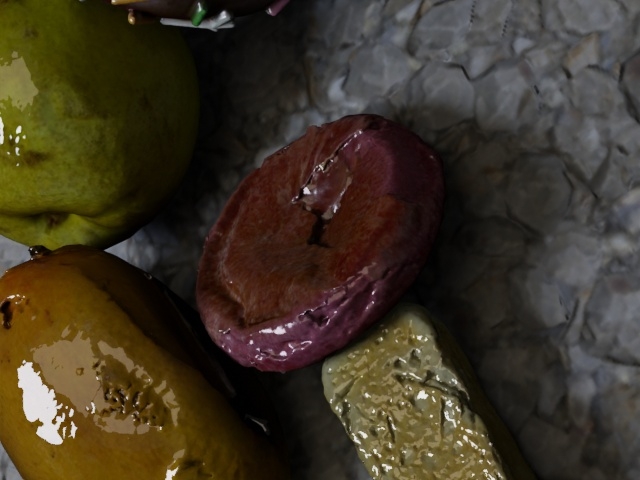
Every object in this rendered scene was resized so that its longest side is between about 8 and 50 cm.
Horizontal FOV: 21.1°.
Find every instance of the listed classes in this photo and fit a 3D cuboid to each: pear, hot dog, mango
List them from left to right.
[{"bbox_3d":[-0.172,-0.090,1.145,0.200,0.200,0.200,-8,75,31],"label":"pear"},{"bbox_3d":[-0.121,0.112,1.097,0.151,0.156,0.248,-43,78,-12],"label":"mango"},{"bbox_3d":[0.084,0.146,0.991,0.084,0.073,0.242,-38,59,15],"label":"hot dog"}]

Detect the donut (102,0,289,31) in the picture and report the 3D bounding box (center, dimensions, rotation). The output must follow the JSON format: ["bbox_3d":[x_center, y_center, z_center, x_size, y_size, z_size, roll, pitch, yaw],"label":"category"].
[{"bbox_3d":[-0.106,-0.233,1.100,0.270,0.269,0.103,46,134,31],"label":"donut"}]

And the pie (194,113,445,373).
[{"bbox_3d":[0.000,0.000,1.058,0.182,0.049,0.182,-29,37,25],"label":"pie"}]
